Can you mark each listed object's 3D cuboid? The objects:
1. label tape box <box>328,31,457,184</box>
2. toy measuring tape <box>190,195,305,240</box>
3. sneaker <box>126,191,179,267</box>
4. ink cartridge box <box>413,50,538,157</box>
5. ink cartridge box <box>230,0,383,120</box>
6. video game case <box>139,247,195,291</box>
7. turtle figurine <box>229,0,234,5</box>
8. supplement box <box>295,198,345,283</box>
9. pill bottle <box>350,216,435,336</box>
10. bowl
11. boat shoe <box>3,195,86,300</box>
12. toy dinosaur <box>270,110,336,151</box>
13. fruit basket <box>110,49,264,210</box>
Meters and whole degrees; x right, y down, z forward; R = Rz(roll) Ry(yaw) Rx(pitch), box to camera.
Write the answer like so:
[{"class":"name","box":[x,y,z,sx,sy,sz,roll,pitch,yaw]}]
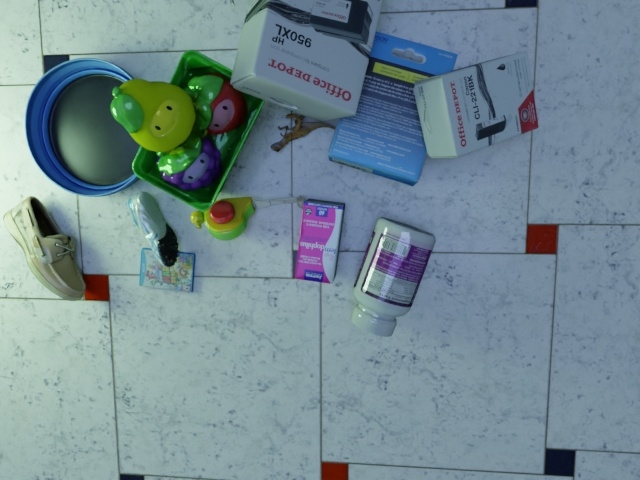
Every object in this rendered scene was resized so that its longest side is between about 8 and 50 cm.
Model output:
[{"class":"label tape box","box":[0.189,-0.349,1.308,0.249,0.115,0.347,17,89,4]},{"class":"toy measuring tape","box":[-0.207,-0.062,1.386,0.331,0.121,0.121,-4,97,2]},{"class":"sneaker","box":[-0.495,-0.028,1.441,0.086,0.085,0.237,-24,91,31]},{"class":"ink cartridge box","box":[0.390,-0.336,1.219,0.273,0.114,0.196,-21,106,-19]},{"class":"ink cartridge box","box":[-0.022,-0.525,1.184,0.286,0.166,0.394,13,91,-29]},{"class":"video game case","box":[-0.466,0.089,1.482,0.167,0.015,0.119,6,98,6]},{"class":"turtle figurine","box":[-0.252,-0.811,1.217,0.275,0.198,0.266,-45,75,16]},{"class":"supplement box","box":[0.000,0.000,1.373,0.111,0.114,0.219,7,99,4]},{"class":"pill bottle","box":[0.188,0.101,1.337,0.169,0.169,0.301,19,99,3]},{"class":"bowl","box":[-0.657,-0.323,1.422,0.392,0.077,0.390,1,97,6]},{"class":"boat shoe","box":[-0.804,0.025,1.457,0.110,0.121,0.341,-36,91,10]},{"class":"toy dinosaur","box":[-0.048,-0.319,1.375,0.212,0.064,0.112,-20,126,4]},{"class":"fruit basket","box":[-0.338,-0.289,1.248,0.283,0.392,0.391,29,99,2]}]
